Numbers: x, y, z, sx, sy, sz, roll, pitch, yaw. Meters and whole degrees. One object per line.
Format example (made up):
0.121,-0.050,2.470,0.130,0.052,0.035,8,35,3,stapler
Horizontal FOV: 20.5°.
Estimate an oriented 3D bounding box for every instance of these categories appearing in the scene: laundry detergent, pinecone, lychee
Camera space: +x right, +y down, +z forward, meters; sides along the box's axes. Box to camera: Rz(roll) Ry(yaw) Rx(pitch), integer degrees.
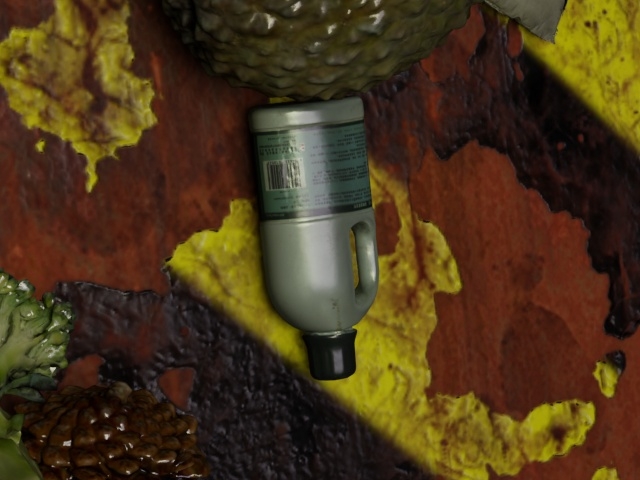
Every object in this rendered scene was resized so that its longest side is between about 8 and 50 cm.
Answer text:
0.000,0.000,1.418,0.099,0.070,0.226,-11,97,-35,laundry detergent
-0.160,0.183,1.295,0.173,0.173,0.174,-2,93,-30,pinecone
0.003,-0.230,1.312,0.255,0.274,0.255,-14,106,-58,lychee

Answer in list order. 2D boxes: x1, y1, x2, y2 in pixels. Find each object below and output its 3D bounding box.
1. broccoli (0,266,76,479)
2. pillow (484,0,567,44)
-0.266,0.141,1.117,0.252,0.361,0.221,-3,113,-12,broccoli
0.191,-0.299,1.527,0.148,0.050,0.230,30,78,-21,pillow
